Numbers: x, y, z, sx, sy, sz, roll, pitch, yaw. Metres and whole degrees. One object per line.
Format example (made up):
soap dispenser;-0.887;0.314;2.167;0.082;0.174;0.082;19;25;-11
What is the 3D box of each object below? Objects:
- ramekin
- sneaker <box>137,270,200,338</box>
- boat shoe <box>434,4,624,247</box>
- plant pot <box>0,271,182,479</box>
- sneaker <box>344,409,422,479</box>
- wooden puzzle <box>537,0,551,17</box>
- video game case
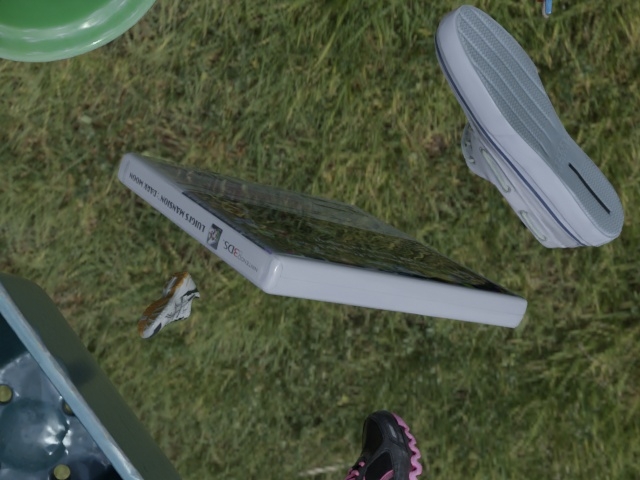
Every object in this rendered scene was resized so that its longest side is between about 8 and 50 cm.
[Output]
ramekin;-0.372;-0.399;1.201;0.303;0.148;0.303;-25;160;-10
sneaker;-0.141;0.068;0.848;0.032;0.083;0.037;-5;128;38
boat shoe;0.146;-0.074;0.694;0.076;0.083;0.226;-22;112;45
plant pot;-0.255;0.181;0.690;0.247;0.252;0.248;-36;93;-3
sneaker;0.022;0.147;0.484;0.057;0.119;0.047;13;147;-13
wooden puzzle;0.231;-0.273;0.916;0.014;0.116;0.078;2;110;10
video game case;0.000;0.000;0.521;0.190;0.173;0.022;12;103;-40
